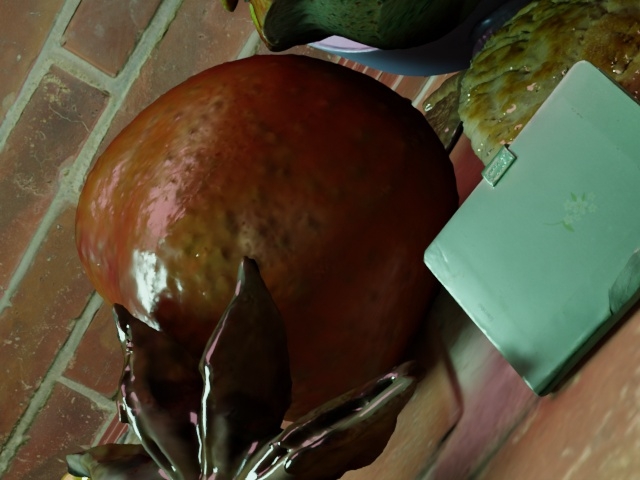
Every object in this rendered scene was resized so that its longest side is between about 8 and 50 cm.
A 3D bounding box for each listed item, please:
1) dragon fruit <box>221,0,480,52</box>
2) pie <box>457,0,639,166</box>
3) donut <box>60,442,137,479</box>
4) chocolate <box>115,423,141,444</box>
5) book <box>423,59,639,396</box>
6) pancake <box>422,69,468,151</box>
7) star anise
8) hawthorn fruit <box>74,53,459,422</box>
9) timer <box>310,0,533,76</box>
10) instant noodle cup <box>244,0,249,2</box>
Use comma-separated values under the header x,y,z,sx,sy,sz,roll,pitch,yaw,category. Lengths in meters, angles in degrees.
x,y,z,sx,sy,sz,roll,pitch,yaw,category
0.052,-0.218,0.572,0.268,0.130,0.295,-24,-14,-32,dragon fruit
0.158,-0.096,0.509,0.163,0.079,0.193,-42,25,29,pie
-0.165,0.274,0.799,0.065,0.162,0.178,62,-170,-68,donut
-0.161,0.212,1.144,0.185,0.100,0.303,-37,24,39,chocolate
0.117,-0.007,0.436,0.017,0.103,0.135,1,-47,-48,book
0.112,-0.107,0.964,0.184,0.020,0.190,-56,10,24,pancake
-0.043,0.152,0.485,0.088,0.288,0.288,4,-52,-51,star anise
-0.024,-0.013,0.670,0.299,0.275,0.275,-47,5,-19,hawthorn fruit
0.090,-0.319,0.781,0.173,0.395,0.395,5,-55,-54,timer
0.098,-0.381,1.140,0.340,0.266,0.340,-57,9,13,instant noodle cup
